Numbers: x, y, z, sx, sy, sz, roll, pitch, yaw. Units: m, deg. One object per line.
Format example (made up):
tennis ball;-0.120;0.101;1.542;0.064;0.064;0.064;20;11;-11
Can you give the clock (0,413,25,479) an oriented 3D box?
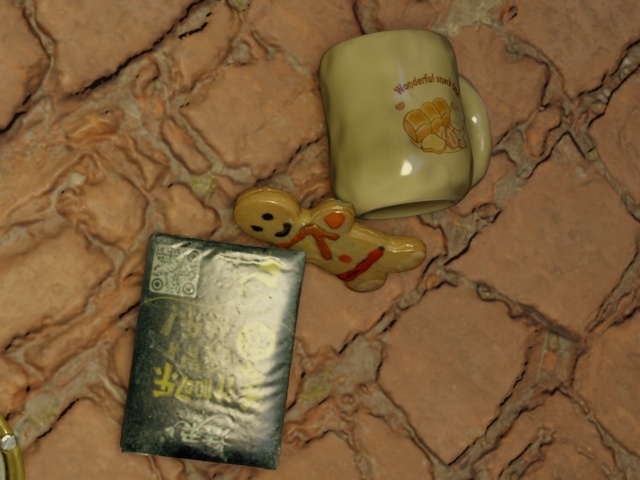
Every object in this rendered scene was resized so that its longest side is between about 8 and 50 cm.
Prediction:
clock;-0.443;0.265;1.168;0.237;0.057;0.237;0;89;-17

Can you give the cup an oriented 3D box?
cup;0.106;-0.133;1.341;0.173;0.255;0.202;-10;83;20

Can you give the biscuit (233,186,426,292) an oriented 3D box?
biscuit;0.000;0.000;1.289;0.234;0.153;0.030;26;50;-25

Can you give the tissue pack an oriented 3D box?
tissue pack;-0.123;0.127;1.247;0.185;0.081;0.257;8;87;0
